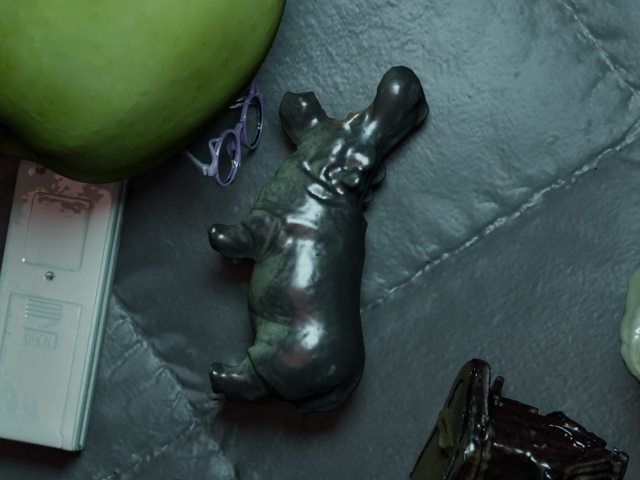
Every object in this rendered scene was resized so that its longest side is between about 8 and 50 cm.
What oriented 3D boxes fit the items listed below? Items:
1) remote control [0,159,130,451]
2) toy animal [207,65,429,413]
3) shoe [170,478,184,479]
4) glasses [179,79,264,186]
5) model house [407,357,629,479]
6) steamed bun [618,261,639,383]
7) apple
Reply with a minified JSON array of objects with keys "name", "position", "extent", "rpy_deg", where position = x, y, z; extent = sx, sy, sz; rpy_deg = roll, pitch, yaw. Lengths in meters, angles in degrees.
[{"name":"remote control","position":[-0.257,0.058,1.873],"extent":[0.103,0.055,0.277],"rpy_deg":[9,88,9]},{"name":"toy animal","position":[-0.015,-0.009,1.813],"extent":[0.168,0.106,0.343],"rpy_deg":[13,86,10]},{"name":"shoe","position":[-0.184,0.278,1.853],"extent":[0.159,0.062,0.053],"rpy_deg":[-48,52,11]},{"name":"glasses","position":[-0.120,-0.102,1.835],"extent":[0.104,0.140,0.062],"rpy_deg":[7,126,20]},{"name":"model house","position":[0.173,0.237,1.777],"extent":[0.164,0.141,0.203],"rpy_deg":[20,113,-12]},{"name":"steamed bun","position":[0.367,0.083,1.731],"extent":[0.211,0.144,0.218],"rpy_deg":[17,60,2]},{"name":"apple","position":[-0.199,-0.230,1.728],"extent":[0.357,0.357,0.357],"rpy_deg":[0,87,9]}]
